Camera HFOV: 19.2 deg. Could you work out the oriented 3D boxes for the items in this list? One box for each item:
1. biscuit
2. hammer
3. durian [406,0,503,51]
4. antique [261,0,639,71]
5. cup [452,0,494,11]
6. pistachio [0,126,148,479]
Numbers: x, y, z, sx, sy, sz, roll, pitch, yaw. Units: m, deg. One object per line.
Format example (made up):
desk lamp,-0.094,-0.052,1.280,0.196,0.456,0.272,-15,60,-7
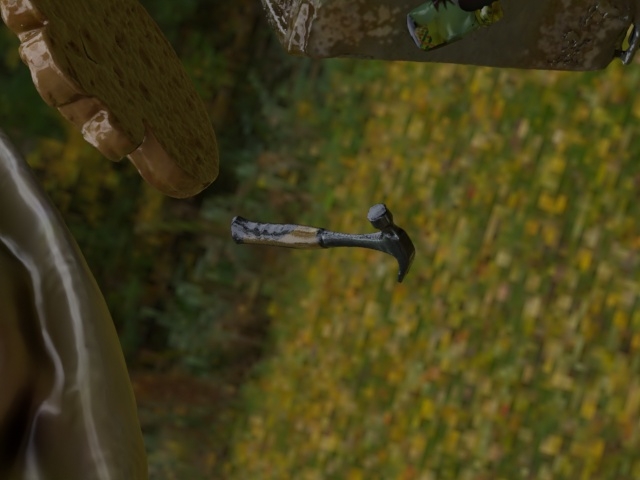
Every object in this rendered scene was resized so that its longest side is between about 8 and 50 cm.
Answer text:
biscuit,-0.158,-0.126,1.420,0.044,0.202,0.289,-29,-11,16
hammer,0.000,0.000,1.589,0.201,0.078,0.021,3,49,45
durian,0.062,-0.232,1.128,0.198,0.146,0.159,49,174,33
antique,0.113,-0.197,1.400,0.125,0.284,0.150,-113,36,-54
cup,-0.001,-0.233,0.723,0.203,0.288,0.203,-42,-11,-10
pistachio,-0.112,0.035,0.421,0.223,0.126,0.152,18,83,55
